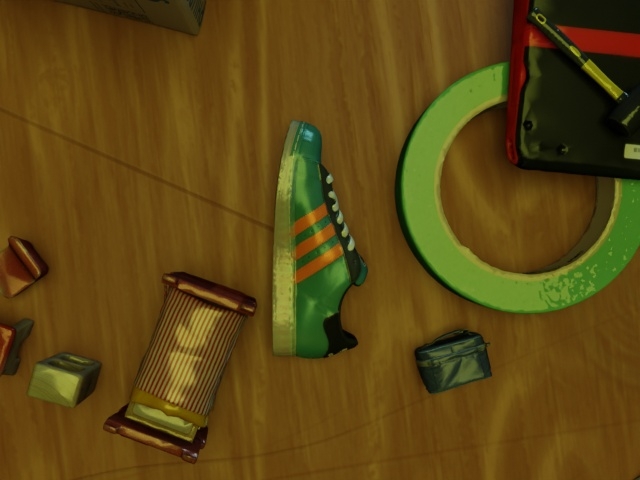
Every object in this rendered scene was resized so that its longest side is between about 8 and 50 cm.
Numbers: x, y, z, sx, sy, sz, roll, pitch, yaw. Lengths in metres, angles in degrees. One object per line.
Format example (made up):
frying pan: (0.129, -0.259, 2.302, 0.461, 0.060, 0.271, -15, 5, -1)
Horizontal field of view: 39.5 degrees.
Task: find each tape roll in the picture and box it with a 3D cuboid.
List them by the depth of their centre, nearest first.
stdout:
tape roll: (0.259, -0.067, 1.152, 0.321, 0.077, 0.321, 0, 89, -2)

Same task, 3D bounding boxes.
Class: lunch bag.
lunch bag: (0.173, 0.151, 1.150, 0.098, 0.067, 0.065, -17, 90, -3)

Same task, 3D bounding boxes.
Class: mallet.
mallet: (0.325, -0.211, 1.055, 0.062, 0.039, 0.190, -39, 90, -4)

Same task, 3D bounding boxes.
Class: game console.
game console: (0.428, -0.242, 1.109, 0.386, 0.060, 0.342, 5, 90, -5)

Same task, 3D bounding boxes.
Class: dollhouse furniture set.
dollhouse furniture set: (-0.283, 0.109, 1.096, 0.374, 0.152, 0.201, 19, 89, -1)

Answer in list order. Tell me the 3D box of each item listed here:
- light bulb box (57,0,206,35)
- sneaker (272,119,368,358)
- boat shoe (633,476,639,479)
light bulb box: (-0.304, -0.410, 0.999, 0.361, 0.358, 0.225, 13, 91, -2)
sneaker: (0.000, 0.000, 1.134, 0.121, 0.108, 0.302, 1, 97, -2)
boat shoe: (0.443, 0.333, 1.165, 0.153, 0.048, 0.056, -45, 91, -2)
